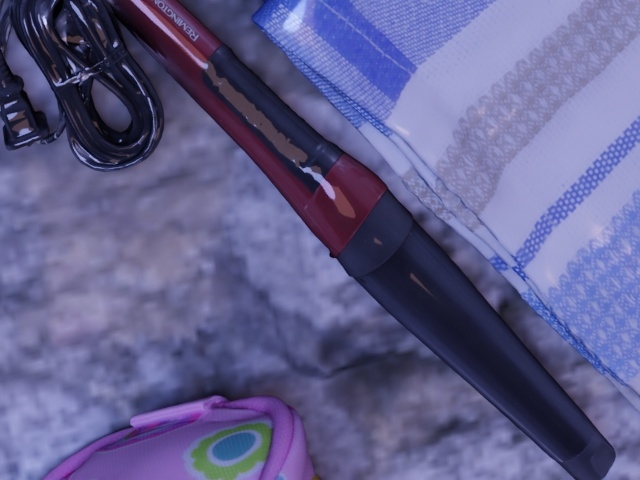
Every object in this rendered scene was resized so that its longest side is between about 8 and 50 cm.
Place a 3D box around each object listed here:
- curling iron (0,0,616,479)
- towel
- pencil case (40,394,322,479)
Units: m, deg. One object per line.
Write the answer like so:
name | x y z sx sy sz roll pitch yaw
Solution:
curling iron | 0.000 0.000 0.548 0.274 0.035 0.068 37 99 -21
towel | 0.137 -0.053 0.546 0.209 0.034 0.285 -43 118 7
pencil case | 0.003 0.187 0.568 0.124 0.124 0.284 -32 113 -3
